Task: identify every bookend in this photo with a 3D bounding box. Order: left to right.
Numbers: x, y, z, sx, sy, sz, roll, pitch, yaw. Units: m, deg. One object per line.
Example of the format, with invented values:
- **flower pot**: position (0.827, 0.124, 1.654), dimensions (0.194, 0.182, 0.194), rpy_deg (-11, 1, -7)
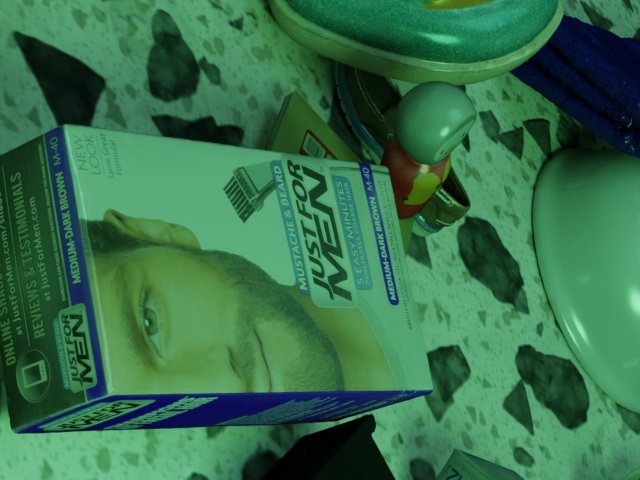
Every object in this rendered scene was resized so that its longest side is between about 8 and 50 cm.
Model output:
- **bookend**: position (0.014, 0.239, 1.367), dimensions (0.156, 0.072, 0.157), rpy_deg (61, 35, -10)

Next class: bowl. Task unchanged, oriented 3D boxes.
- **bowl**: position (0.356, 0.021, 1.882), dimensions (0.298, 0.134, 0.298), rpy_deg (29, 49, -40)

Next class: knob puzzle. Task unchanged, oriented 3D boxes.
- **knob puzzle**: position (0.000, 0.000, 1.517), dimensions (0.213, 0.030, 0.213), rpy_deg (29, 50, -42)

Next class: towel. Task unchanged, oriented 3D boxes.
- **towel**: position (0.345, -0.157, 1.923), dimensions (0.227, 0.076, 0.308), rpy_deg (39, 22, 30)

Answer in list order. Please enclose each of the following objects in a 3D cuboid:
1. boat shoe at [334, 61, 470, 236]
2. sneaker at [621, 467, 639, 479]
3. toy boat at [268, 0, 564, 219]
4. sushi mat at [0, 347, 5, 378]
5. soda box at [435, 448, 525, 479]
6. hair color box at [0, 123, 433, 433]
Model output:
- **boat shoe**: position (0.079, -0.096, 1.641), dimensions (0.183, 0.066, 0.066), rpy_deg (60, 36, -9)
- **sneaker**: position (0.362, 0.293, 1.753), dimensions (0.305, 0.114, 0.152), rpy_deg (15, 61, -48)
- **toy boat**: position (0.087, -0.179, 1.553), dimensions (0.267, 0.148, 0.318), rpy_deg (7, 57, -10)
- **sushi mat**: position (-0.305, -0.020, 1.141), dimensions (0.316, 0.019, 0.151), rpy_deg (46, 41, -27)
- **soda box**: position (0.189, 0.282, 1.411), dimensions (0.091, 0.098, 0.286), rpy_deg (24, 10, -44)
- **hair color box**: position (-0.074, 0.033, 1.297), dimensions (0.339, 0.110, 0.185), rpy_deg (3, 71, -48)
